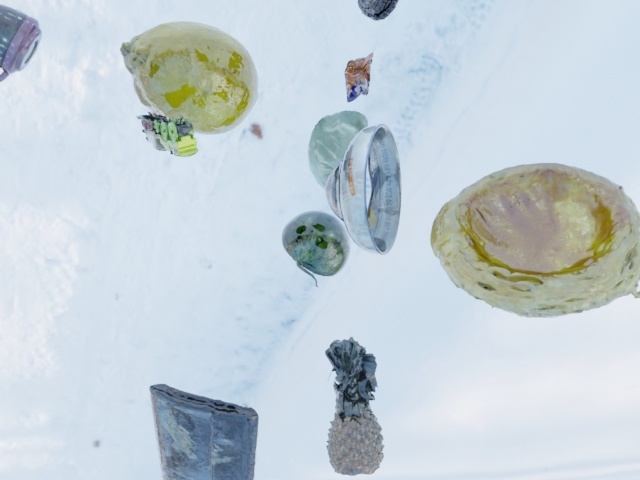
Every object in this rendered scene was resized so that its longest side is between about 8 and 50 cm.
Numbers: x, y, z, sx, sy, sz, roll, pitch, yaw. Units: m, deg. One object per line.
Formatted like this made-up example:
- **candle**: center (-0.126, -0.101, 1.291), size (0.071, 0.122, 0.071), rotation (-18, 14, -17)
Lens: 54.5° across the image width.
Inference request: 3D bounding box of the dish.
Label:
- **dish**: center (0.077, -0.107, 1.317), size (0.134, 0.273, 0.273), rotation (2, 146, 22)

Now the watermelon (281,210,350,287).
- **watermelon**: center (0.002, -0.004, 1.739), size (0.127, 0.204, 0.232), rotation (-48, 170, 31)

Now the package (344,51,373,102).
- **package**: center (0.084, -0.358, 1.365), size (0.077, 0.033, 0.110), rotation (-17, 136, -15)

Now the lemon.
- **lemon**: center (-0.305, -0.396, 1.520), size (0.285, 0.285, 0.316), rotation (-30, 172, 28)

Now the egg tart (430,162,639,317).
- **egg tart**: center (0.398, 0.014, 1.140), size (0.388, 0.387, 0.169), rotation (-8, 133, 4)

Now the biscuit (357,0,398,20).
- **biscuit**: center (0.142, -0.603, 1.423), size (0.053, 0.194, 0.194), rotation (7, 141, -24)

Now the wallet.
- **wallet**: center (-0.187, 0.352, 0.996), size (0.171, 0.044, 0.321), rotation (16, 132, 9)

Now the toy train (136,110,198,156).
- **toy train**: center (-0.332, -0.228, 1.329), size (0.053, 0.250, 0.085), rotation (-17, 112, -29)

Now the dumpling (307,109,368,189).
- **dumpling**: center (0.054, -0.231, 1.615), size (0.108, 0.153, 0.219), rotation (18, 99, -52)

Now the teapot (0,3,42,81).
- **teapot**: center (-0.617, -0.382, 1.167), size (0.146, 0.116, 0.148), rotation (29, 129, -20)

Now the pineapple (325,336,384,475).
- **pineapple**: center (0.038, 0.197, 0.751), size (0.074, 0.159, 0.074), rotation (-3, 177, 0)
